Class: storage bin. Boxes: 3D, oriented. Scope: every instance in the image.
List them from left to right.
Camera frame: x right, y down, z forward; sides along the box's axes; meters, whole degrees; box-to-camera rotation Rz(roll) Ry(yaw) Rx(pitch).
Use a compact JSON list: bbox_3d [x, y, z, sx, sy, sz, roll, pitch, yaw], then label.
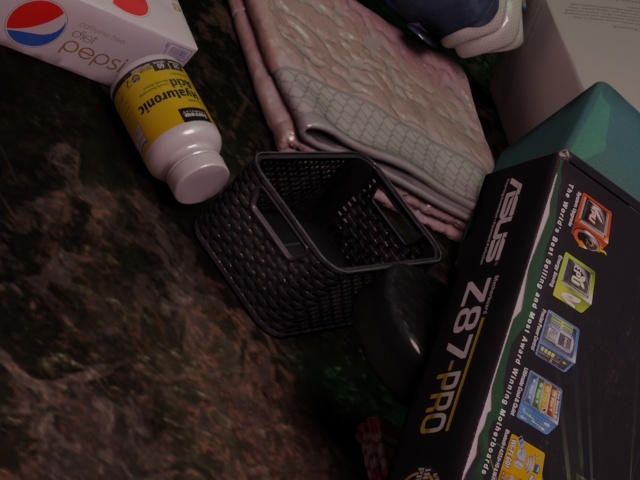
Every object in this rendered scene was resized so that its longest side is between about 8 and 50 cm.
[{"bbox_3d":[0.000,0.000,1.260,0.122,0.084,0.180,54,27,19],"label":"storage bin"}]

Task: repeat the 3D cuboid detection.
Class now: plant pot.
[{"bbox_3d":[0.228,0.010,1.439,0.166,0.165,0.234,42,52,-8],"label":"plant pot"}]

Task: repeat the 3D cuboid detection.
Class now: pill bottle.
[{"bbox_3d":[-0.118,-0.087,1.240,0.065,0.065,0.116,8,44,-50],"label":"pill bottle"}]

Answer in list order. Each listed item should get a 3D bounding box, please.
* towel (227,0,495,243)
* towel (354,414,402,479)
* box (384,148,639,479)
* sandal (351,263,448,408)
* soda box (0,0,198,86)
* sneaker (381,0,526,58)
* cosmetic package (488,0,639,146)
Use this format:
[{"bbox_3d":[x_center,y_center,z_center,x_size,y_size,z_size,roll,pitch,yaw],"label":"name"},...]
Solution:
[{"bbox_3d":[0.057,-0.146,1.586,0.332,0.053,0.317,25,32,-36],"label":"towel"},{"bbox_3d":[0.094,0.226,1.135,0.144,0.029,0.197,32,29,-29],"label":"towel"},{"bbox_3d":[0.195,0.186,1.048,0.318,0.097,0.395,34,62,-25],"label":"box"},{"bbox_3d":[0.175,0.181,1.201,0.446,0.107,0.167,39,25,-21],"label":"sandal"},{"bbox_3d":[-0.207,-0.189,1.256,0.216,0.069,0.074,20,36,-41],"label":"soda box"},{"bbox_3d":[0.116,-0.296,1.765,0.236,0.130,0.323,39,4,-24],"label":"sneaker"},{"bbox_3d":[0.308,-0.139,1.729,0.155,0.197,0.365,4,40,-12],"label":"cosmetic package"}]
